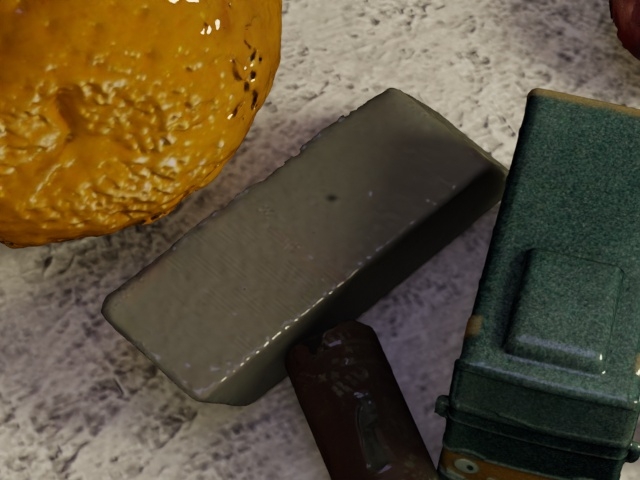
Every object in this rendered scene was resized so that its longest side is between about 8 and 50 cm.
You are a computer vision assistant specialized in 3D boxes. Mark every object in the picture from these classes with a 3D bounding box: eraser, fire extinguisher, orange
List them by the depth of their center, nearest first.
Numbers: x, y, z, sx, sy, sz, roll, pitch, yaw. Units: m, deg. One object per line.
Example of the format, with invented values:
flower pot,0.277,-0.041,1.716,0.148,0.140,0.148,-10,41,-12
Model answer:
fire extinguisher,0.053,0.172,1.293,0.072,0.089,0.267,-1,50,-30
orange,-0.201,-0.172,1.393,0.341,0.340,0.293,-11,50,-10
eraser,0.000,0.000,1.429,0.352,0.077,0.111,-38,66,-26

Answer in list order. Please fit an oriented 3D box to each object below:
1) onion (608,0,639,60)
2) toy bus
onion,0.325,-0.201,1.545,0.184,0.147,0.184,1,39,-1
toy bus,0.174,0.041,1.346,0.138,0.167,0.275,13,55,7
